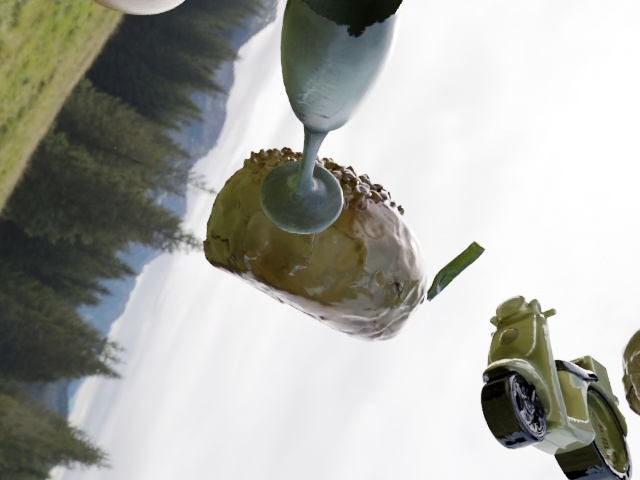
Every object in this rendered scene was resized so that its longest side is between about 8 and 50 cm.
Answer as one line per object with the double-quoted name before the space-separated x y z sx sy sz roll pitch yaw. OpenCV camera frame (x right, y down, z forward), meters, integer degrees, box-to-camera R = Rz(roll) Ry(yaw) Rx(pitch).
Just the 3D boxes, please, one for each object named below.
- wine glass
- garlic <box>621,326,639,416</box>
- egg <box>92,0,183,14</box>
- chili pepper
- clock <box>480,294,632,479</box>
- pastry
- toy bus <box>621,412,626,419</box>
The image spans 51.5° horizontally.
"wine glass" -0.083 -0.127 0.616 0.309 0.264 0.096 107 -13 -61
"garlic" 0.697 0.273 1.352 0.228 0.152 0.228 2 90 -77
"egg" -0.247 -0.393 0.853 0.201 0.201 0.244 -68 163 -6
"chili pepper" 0.330 0.076 1.656 0.201 0.052 0.050 -44 -139 -2
"clock" 0.375 0.246 1.077 0.120 0.379 0.276 -29 -141 32
"pastry" 0.000 0.000 1.102 0.245 0.409 0.409 -63 -164 -7
"toy bus" 0.645 0.437 1.535 0.194 0.083 0.088 -38 171 -49
